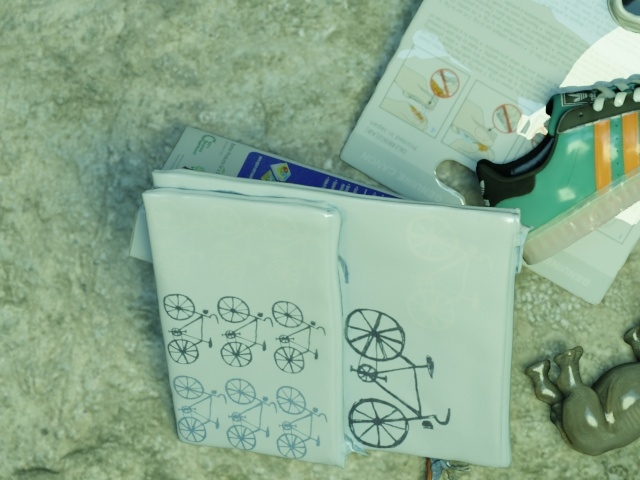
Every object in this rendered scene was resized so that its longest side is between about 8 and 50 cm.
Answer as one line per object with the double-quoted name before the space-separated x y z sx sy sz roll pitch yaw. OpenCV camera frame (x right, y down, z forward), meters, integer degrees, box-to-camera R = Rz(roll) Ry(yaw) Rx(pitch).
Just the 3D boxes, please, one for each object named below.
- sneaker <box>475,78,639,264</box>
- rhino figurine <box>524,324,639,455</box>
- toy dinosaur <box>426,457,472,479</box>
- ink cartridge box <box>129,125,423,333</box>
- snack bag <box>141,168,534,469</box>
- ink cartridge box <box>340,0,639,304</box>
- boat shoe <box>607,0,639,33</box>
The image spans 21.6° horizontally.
"sneaker" 0.281 -0.106 1.572 0.302 0.108 0.121 -36 96 14
"rhino figurine" 0.330 0.130 1.625 0.243 0.073 0.106 -20 81 -2
"toy dinosaur" 0.118 0.214 1.650 0.090 0.047 0.082 34 96 37
"ink cartridge box" 0.000 0.000 1.600 0.332 0.165 0.065 17 125 4
"snack bag" 0.016 0.088 1.532 0.342 0.037 0.323 7 128 11
"ink cartridge box" 0.243 -0.177 1.667 0.308 0.091 0.385 30 103 3
"boat shoe" 0.396 -0.224 1.547 0.258 0.084 0.095 -7 98 10
